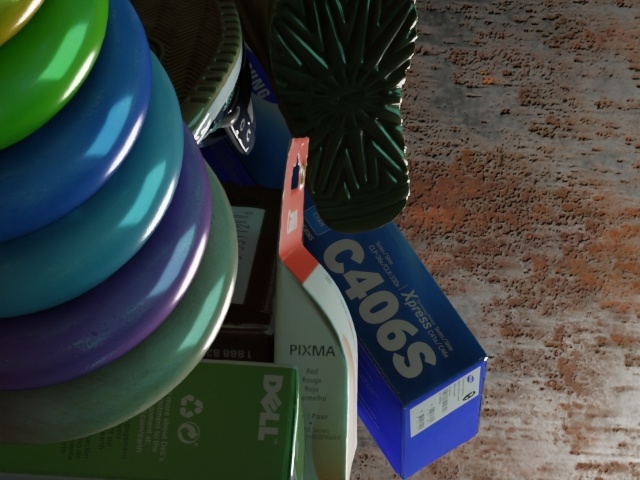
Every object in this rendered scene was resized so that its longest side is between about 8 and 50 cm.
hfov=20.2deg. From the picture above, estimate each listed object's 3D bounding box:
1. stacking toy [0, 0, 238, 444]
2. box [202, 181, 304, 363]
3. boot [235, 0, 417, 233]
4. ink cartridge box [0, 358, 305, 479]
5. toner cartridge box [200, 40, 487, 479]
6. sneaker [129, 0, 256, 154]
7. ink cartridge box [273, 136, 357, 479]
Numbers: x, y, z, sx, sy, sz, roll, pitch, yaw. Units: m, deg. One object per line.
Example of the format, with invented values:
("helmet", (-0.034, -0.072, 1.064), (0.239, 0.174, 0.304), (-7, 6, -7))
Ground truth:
("stacking toy", (-0.113, -0.070, 0.531), (0.330, 0.141, 0.141), (80, 12, -57))
("box", (-0.085, 0.174, 1.086), (0.191, 0.143, 0.381), (-81, 174, -64))
("boot", (-0.019, -0.165, 1.184), (0.269, 0.089, 0.236), (-112, -164, -47))
("ink cartridge box", (-0.059, 0.099, 0.824), (0.109, 0.209, 0.062), (86, 8, -66))
("toner cartridge box", (0.000, 0.000, 1.367), (0.348, 0.075, 0.165), (56, -13, 22))
("sneaker", (-0.091, -0.082, 1.094), (0.282, 0.099, 0.153), (-88, 177, -53))
("ink cartridge box", (0.002, 0.036, 0.961), (0.145, 0.045, 0.179), (-45, 140, -85))
